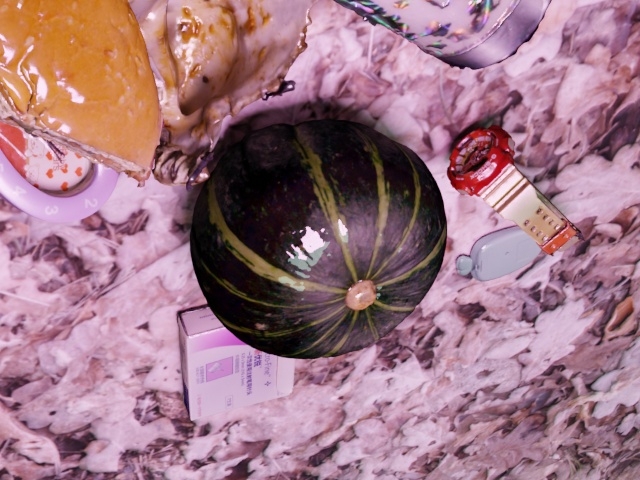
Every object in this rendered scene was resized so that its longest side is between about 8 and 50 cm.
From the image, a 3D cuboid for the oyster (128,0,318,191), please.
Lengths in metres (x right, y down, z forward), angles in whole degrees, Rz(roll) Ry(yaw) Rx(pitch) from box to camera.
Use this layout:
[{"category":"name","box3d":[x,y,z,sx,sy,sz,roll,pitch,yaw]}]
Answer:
[{"category":"oyster","box3d":[-0.121,-0.177,0.999,0.198,0.133,0.337,24,129,2]}]

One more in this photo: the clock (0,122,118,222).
[{"category":"clock","box3d":[-0.303,-0.118,0.996,0.172,0.064,0.198,-9,107,-37]}]

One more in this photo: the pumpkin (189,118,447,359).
[{"category":"pumpkin","box3d":[0.000,0.000,1.159,0.323,0.241,0.323,-12,135,-13]}]

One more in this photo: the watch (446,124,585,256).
[{"category":"watch","box3d":[0.288,-0.047,1.299,0.268,0.165,0.102,40,106,-21]}]

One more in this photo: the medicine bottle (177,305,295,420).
[{"category":"medicine bottle","box3d":[-0.122,0.169,1.388,0.171,0.052,0.201,-11,135,-18]}]

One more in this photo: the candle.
[{"category":"candle","box3d":[0.090,-0.308,0.965,0.330,0.187,0.187,20,118,-36]}]

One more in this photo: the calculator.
[{"category":"calculator","box3d":[0.283,0.022,1.475,0.153,0.021,0.095,-19,135,-14]}]

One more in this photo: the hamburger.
[{"category":"hamburger","box3d":[-0.259,-0.184,0.864,0.282,0.155,0.245,7,101,-39]}]
